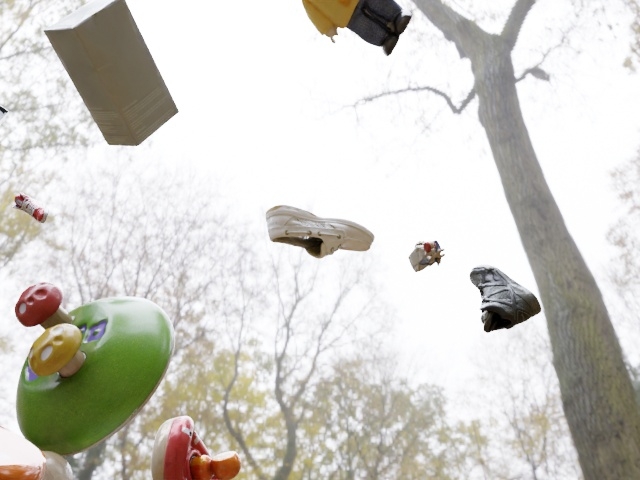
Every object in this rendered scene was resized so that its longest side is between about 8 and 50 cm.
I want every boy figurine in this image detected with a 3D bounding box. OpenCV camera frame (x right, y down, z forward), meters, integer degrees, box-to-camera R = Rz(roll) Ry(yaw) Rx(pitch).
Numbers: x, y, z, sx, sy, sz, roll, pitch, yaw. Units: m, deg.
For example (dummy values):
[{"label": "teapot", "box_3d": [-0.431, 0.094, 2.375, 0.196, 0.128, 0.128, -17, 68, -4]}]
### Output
[{"label": "boy figurine", "box_3d": [0.038, -0.475, 1.362, 0.285, 0.092, 0.177, 30, -67, -12]}]

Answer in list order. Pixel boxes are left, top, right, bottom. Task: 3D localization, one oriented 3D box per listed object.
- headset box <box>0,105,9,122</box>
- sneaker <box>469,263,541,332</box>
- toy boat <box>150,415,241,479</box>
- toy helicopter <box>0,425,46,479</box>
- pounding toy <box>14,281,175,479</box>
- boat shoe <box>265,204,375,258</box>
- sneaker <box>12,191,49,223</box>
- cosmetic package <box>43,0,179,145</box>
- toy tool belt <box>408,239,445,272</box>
[{"label": "headset box", "box_3d": [-0.659, -0.148, 1.054, 0.246, 0.131, 0.283, 39, -65, -22]}, {"label": "sneaker", "box_3d": [0.408, 0.139, 1.720, 0.130, 0.227, 0.087, -31, -54, -12]}, {"label": "toy boat", "box_3d": [-0.227, 0.443, 1.390, 0.151, 0.151, 0.231, -15, -58, 12]}, {"label": "toy helicopter", "box_3d": [-0.071, 0.198, 0.280, 0.355, 0.235, 0.140, 23, -98, -11]}, {"label": "pounding toy", "box_3d": [-0.262, 0.124, 0.693, 0.183, 0.237, 0.110, 1, -43, 39]}, {"label": "boat shoe", "box_3d": [0.000, 0.000, 1.630, 0.277, 0.096, 0.098, 12, -29, -25]}, {"label": "sneaker", "box_3d": [-0.682, -0.077, 1.675, 0.067, 0.118, 0.042, 28, -90, -37]}, {"label": "cosmetic package", "box_3d": [-0.368, -0.299, 1.277, 0.107, 0.127, 0.238, 6, -49, 39]}, {"label": "toy tool belt", "box_3d": [0.190, 0.021, 1.232, 0.051, 0.052, 0.083, -11, -22, -23]}]
